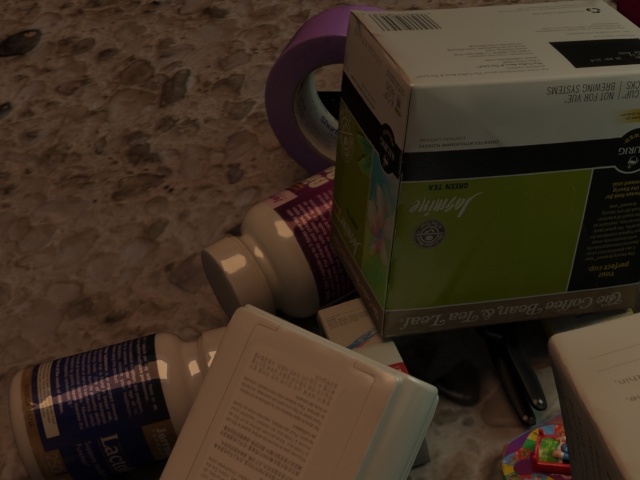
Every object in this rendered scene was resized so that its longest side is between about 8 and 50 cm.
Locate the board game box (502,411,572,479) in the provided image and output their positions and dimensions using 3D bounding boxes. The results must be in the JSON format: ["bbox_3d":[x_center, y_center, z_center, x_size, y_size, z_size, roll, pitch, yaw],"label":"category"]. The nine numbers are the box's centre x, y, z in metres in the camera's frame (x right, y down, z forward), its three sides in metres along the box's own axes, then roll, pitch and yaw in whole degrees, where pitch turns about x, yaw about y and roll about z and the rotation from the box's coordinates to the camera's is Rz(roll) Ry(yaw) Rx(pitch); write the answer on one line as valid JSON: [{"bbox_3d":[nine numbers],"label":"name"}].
[{"bbox_3d":[0.281,0.228,1.332,0.169,0.033,0.133,-25,38,-15],"label":"board game box"}]

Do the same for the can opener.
[{"bbox_3d":[0.225,0.147,1.445,0.073,0.059,0.186,4,42,-20],"label":"can opener"}]

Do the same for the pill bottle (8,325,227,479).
[{"bbox_3d":[-0.223,0.195,1.450,0.265,0.153,0.153,-15,36,0],"label":"pill bottle"}]

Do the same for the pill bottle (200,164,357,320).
[{"bbox_3d":[0.000,0.000,1.618,0.302,0.169,0.169,-27,38,-18],"label":"pill bottle"}]

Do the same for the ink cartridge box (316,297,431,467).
[{"bbox_3d":[0.060,0.167,1.409,0.072,0.127,0.175,-18,36,-4],"label":"ink cartridge box"}]

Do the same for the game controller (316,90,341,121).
[{"bbox_3d":[0.116,-0.215,1.907,0.319,0.067,0.166,4,12,23],"label":"game controller"}]

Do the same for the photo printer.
[{"bbox_3d":[-0.042,0.247,1.259,0.256,0.107,0.307,20,84,39],"label":"photo printer"}]

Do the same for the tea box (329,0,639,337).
[{"bbox_3d":[0.203,-0.088,1.406,0.329,0.323,0.220,-5,32,-16],"label":"tea box"}]

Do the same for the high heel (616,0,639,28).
[{"bbox_3d":[0.587,-0.299,1.797,0.127,0.181,0.377,-34,40,-24],"label":"high heel"}]

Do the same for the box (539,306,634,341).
[{"bbox_3d":[0.319,0.072,1.519,0.105,0.043,0.179,-14,38,1],"label":"box"}]

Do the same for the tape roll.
[{"bbox_3d":[0.061,-0.203,1.776,0.275,0.274,0.090,3,41,23],"label":"tape roll"}]

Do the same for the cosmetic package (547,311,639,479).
[{"bbox_3d":[0.404,0.263,0.956,0.328,0.329,0.393,-14,27,0],"label":"cosmetic package"}]
